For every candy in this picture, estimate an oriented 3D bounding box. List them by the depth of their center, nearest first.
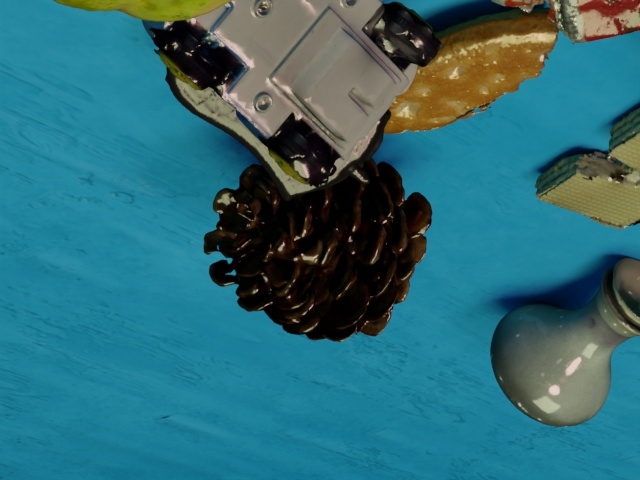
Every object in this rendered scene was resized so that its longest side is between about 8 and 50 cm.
[{"bbox_3d":[0.306,-0.239,1.571,0.292,0.059,0.086,-8,135,16],"label":"candy"}]

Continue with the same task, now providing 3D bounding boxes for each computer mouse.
[{"bbox_3d":[-0.041,-0.150,1.714,0.147,0.088,0.264,-38,114,15],"label":"computer mouse"}]

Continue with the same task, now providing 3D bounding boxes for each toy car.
[{"bbox_3d":[-0.043,-0.199,1.548,0.314,0.198,0.166,40,178,-38],"label":"toy car"}]

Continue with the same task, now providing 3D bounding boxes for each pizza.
[{"bbox_3d":[0.139,-0.179,1.709,0.127,0.058,0.246,18,148,-29],"label":"pizza"}]

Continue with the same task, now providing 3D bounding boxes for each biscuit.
[{"bbox_3d":[0.370,-0.089,1.904,0.147,0.046,0.250,15,151,-25],"label":"biscuit"}]

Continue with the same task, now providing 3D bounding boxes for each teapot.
[{"bbox_3d":[0.355,0.131,2.241,0.184,0.183,0.251,17,138,-30],"label":"teapot"}]

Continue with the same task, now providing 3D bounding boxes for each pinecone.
[{"bbox_3d":[0.000,0.000,1.888,0.224,0.224,0.272,-16,159,31],"label":"pinecone"}]

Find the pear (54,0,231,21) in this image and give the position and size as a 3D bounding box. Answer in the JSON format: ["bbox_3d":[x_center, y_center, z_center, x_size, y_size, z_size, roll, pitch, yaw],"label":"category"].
[{"bbox_3d":[-0.104,-0.323,1.072,0.391,0.391,0.391,0,154,0],"label":"pear"}]
